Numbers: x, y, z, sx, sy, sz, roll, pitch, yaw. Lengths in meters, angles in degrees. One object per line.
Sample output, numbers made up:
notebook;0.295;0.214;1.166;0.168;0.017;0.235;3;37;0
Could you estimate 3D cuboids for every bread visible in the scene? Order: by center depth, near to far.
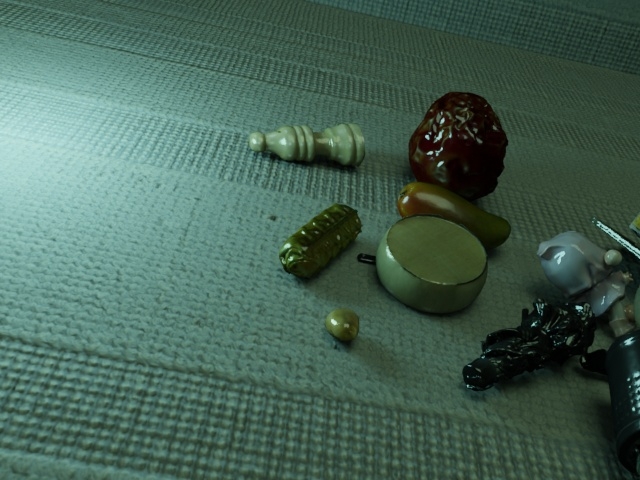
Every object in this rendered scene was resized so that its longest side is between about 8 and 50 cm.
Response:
bread;0.001;0.001;1.634;0.087;0.098;0.269;-17;14;37

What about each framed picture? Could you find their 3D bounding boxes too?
framed picture;0.840;0.061;1.817;0.240;0.020;0.324;22;20;-36

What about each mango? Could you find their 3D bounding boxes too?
mango;0.324;-0.050;1.791;0.289;0.129;0.146;23;24;7

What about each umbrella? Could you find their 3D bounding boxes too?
umbrella;0.406;0.199;1.455;0.336;0.128;0.154;-12;27;-22

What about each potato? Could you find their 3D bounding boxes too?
potato;0.045;0.166;1.424;0.068;0.062;0.083;-21;9;-5

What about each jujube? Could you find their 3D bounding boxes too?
jujube;0.378;-0.256;1.999;0.276;0.276;0.377;17;31;5

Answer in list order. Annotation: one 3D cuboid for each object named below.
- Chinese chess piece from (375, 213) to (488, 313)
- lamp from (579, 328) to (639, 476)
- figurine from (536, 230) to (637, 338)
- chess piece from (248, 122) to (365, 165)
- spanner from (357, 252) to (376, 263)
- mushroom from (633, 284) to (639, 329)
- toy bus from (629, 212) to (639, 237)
Chinese chess piece;0.247;0.048;1.620;0.249;0.103;0.250;7;40;-6
lamp;0.616;0.303;1.291;0.205;0.374;0.272;19;65;-4
figurine;0.613;0.096;1.658;0.133;0.200;0.276;-35;80;-30
chess piece;-0.044;-0.266;2.009;0.307;0.124;0.139;-2;68;-17
spanner;0.187;0.061;1.681;0.208;0.012;0.046;13;34;-2
mushroom;0.777;0.147;1.534;0.204;0.204;0.204;10;33;-6
toy bus;0.934;0.024;1.824;0.342;0.138;0.097;28;15;-17
